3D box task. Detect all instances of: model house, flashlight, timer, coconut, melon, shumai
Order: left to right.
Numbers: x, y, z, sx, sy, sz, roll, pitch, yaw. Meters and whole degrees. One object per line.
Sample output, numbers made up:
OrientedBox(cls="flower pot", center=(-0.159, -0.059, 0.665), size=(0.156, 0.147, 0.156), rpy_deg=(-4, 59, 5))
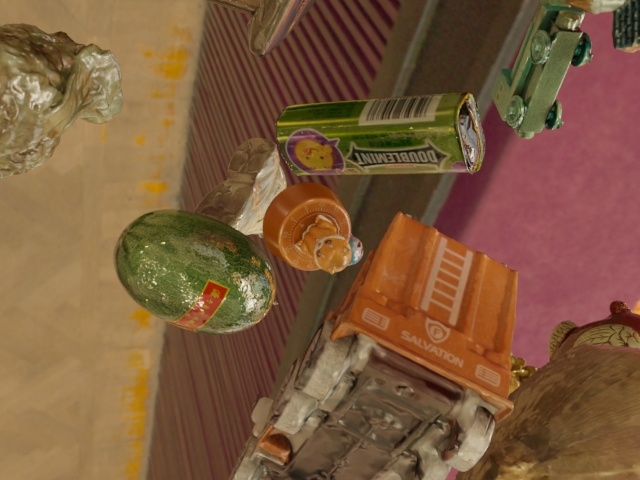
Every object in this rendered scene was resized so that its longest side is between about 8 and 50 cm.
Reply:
OrientedBox(cls="shumai", center=(-0.507, -0.287, 1.463), size=(0.288, 0.292, 0.330), rpy_deg=(-7, 168, -24))
OrientedBox(cls="melon", center=(-0.186, 0.055, 1.224), size=(0.288, 0.182, 0.182), rpy_deg=(23, 121, -25))
OrientedBox(cls="timer", center=(0.000, 0.000, 1.114), size=(0.132, 0.152, 0.132), rpy_deg=(-9, 115, -19))
OrientedBox(cls="flashlight", center=(0.031, -0.002, 1.282), size=(0.051, 0.129, 0.051), rpy_deg=(-9, 119, -17))
OrientedBox(cls="coconut", center=(0.320, 0.301, 0.839), size=(0.405, 0.404, 0.404), rpy_deg=(-12, 136, -12))
OrientedBox(cls="model house", center=(0.576, -0.432, 1.366), size=(0.291, 0.184, 0.253), rpy_deg=(2, 94, 4))

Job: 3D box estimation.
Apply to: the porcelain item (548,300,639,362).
OrientedBox(cls="porcelain item", center=(0.571, 0.223, 1.503), size=(0.253, 0.253, 0.253), rpy_deg=(-12, 136, -12))

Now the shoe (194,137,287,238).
OrientedBox(cls="shoe", center=(-0.172, -0.063, 1.861), size=(0.132, 0.342, 0.210), rpy_deg=(7, 143, 30))

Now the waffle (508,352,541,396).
OrientedBox(cls="waffle", center=(0.358, 0.338, 1.662), size=(0.291, 0.051, 0.291), rpy_deg=(6, 119, 10))

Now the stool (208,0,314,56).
OrientedBox(cls="stool", center=(-0.087, -0.539, 1.399), size=(0.226, 0.310, 0.310), rpy_deg=(32, 129, -4))

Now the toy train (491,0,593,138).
OrientedBox(cls="toy train", center=(0.463, -0.370, 1.640), size=(0.120, 0.194, 0.298), rpy_deg=(2, 135, -11))

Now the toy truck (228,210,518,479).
OrientedBox(cls="toy truck", center=(0.044, 0.157, 0.797), size=(0.173, 0.207, 0.387), rpy_deg=(27, 138, -3))

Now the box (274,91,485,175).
OrientedBox(cls="box", center=(0.097, -0.172, 1.305), size=(0.345, 0.097, 0.134), rpy_deg=(2, 137, 31))
